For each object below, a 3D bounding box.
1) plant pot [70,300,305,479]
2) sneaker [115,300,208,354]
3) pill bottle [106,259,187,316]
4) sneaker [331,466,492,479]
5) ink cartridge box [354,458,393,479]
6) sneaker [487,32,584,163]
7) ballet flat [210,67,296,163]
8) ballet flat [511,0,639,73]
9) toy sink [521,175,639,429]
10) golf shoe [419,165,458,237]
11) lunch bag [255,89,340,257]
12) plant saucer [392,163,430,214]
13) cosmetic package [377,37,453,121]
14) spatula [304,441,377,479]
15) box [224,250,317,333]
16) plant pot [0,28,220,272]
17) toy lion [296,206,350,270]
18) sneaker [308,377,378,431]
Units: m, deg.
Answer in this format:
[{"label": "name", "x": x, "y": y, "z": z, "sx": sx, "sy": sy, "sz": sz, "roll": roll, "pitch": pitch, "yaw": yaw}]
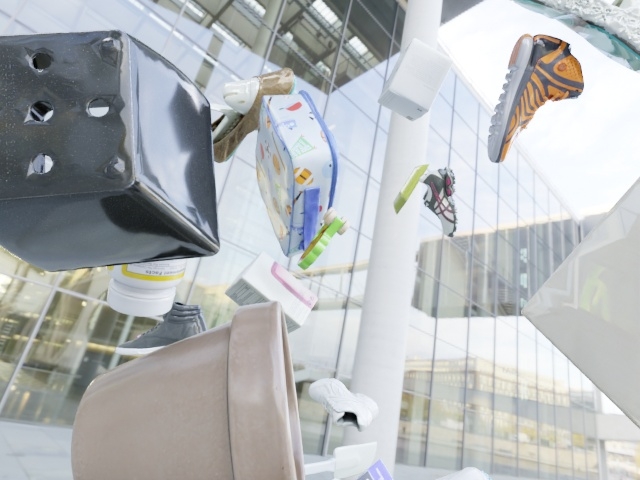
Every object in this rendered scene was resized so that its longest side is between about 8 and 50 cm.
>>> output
[{"label": "plant pot", "x": -0.142, "y": 0.219, "z": 0.478, "sx": 0.229, "sy": 0.263, "sz": 0.263, "roll": -9, "pitch": -22, "yaw": -4}, {"label": "sneaker", "x": -0.480, "y": 0.267, "z": 1.225, "sx": 0.295, "sy": 0.147, "sz": 0.104, "roll": -10, "pitch": -12, "yaw": 5}, {"label": "pill bottle", "x": -0.268, "y": 0.005, "z": 0.636, "sx": 0.119, "sy": 0.209, "sz": 0.119, "roll": 15, "pitch": 11, "yaw": -3}, {"label": "sneaker", "x": 0.043, "y": 0.239, "z": 0.331, "sx": 0.228, "sy": 0.092, "sz": 0.087, "roll": -17, "pitch": -50, "yaw": -20}, {"label": "ink cartridge box", "x": 0.126, "y": 0.650, "z": 0.912, "sx": 0.208, "sy": 0.206, "sz": 0.045, "roll": -22, "pitch": -24, "yaw": -31}, {"label": "sneaker", "x": 0.551, "y": -0.343, "z": 1.024, "sx": 0.180, "sy": 0.124, "sz": 0.321, "roll": 12, "pitch": -64, "yaw": 5}, {"label": "ballet flat", "x": -0.208, "y": -0.312, "z": 0.982, "sx": 0.124, "sy": 0.116, "sz": 0.342, "roll": 18, "pitch": -34, "yaw": -40}, {"label": "ballet flat", "x": 0.629, "y": -0.541, "z": 0.922, "sx": 0.409, "sy": 0.147, "sz": 0.147, "roll": 37, "pitch": -20, "yaw": 10}, {"label": "toy sink", "x": 0.277, "y": 0.075, "z": 0.236, "sx": 0.131, "sy": 0.153, "sz": 0.234, "roll": 26, "pitch": 17, "yaw": -22}, {"label": "golf shoe", "x": 0.431, "y": -0.132, "z": 1.451, "sx": 0.120, "sy": 0.105, "sz": 0.273, "roll": -9, "pitch": -62, "yaw": 13}, {"label": "lunch bag", "x": -0.048, "y": -0.117, "z": 0.802, "sx": 0.115, "sy": 0.243, "sz": 0.303, "roll": -15, "pitch": -36, "yaw": -17}, {"label": "plant saucer", "x": 0.359, "y": -0.215, "z": 1.645, "sx": 0.045, "sy": 0.188, "sz": 0.188, "roll": 32, "pitch": -12, "yaw": 6}, {"label": "cosmetic package", "x": 0.307, "y": -0.521, "z": 1.323, "sx": 0.151, "sy": 0.184, "sz": 0.151, "roll": 27, "pitch": 0, "yaw": -7}, {"label": "spatula", "x": -0.014, "y": 0.396, "z": 0.582, "sx": 0.242, "sy": 0.168, "sz": 0.019, "roll": 8, "pitch": -5, "yaw": -32}, {"label": "box", "x": -0.152, "y": 0.170, "z": 1.243, "sx": 0.232, "sy": 0.127, "sz": 0.148, "roll": 42, "pitch": -42, "yaw": -9}, {"label": "plant pot", "x": -0.205, "y": -0.081, "z": 0.366, "sx": 0.187, "sy": 0.188, "sz": 0.167, "roll": -5, "pitch": -10, "yaw": -6}, {"label": "toy lion", "x": 0.000, "y": 0.000, "z": 0.589, "sx": 0.034, "sy": 0.096, "sz": 0.100, "roll": 38, "pitch": 7, "yaw": -6}, {"label": "sneaker", "x": 0.052, "y": 0.500, "z": 1.221, "sx": 0.232, "sy": 0.090, "sz": 0.115, "roll": 11, "pitch": 22, "yaw": 30}]
